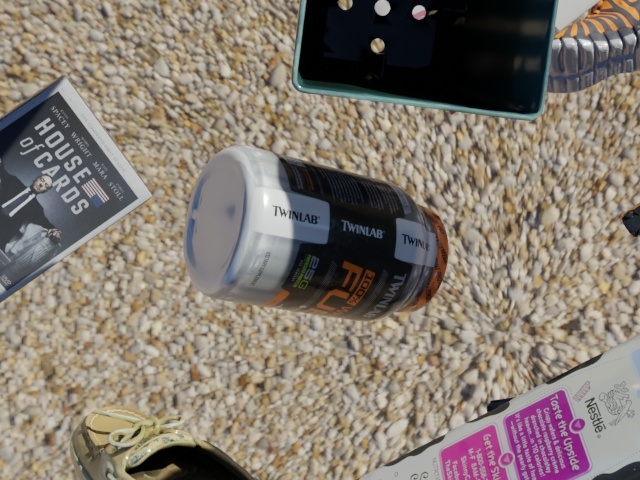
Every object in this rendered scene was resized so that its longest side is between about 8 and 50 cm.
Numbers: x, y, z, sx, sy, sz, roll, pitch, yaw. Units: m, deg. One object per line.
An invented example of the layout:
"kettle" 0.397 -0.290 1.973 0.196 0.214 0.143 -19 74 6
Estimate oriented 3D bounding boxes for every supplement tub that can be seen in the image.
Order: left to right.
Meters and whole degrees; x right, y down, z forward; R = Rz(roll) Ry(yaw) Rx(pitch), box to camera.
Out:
"supplement tub" 0.000 0.000 1.206 0.193 0.316 0.194 -22 63 53

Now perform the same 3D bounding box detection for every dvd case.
"dvd case" -0.347 -0.056 1.103 0.238 0.029 0.179 -36 115 -5

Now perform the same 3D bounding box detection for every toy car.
"toy car" 0.445 -0.011 1.200 0.122 0.040 0.060 36 99 -3

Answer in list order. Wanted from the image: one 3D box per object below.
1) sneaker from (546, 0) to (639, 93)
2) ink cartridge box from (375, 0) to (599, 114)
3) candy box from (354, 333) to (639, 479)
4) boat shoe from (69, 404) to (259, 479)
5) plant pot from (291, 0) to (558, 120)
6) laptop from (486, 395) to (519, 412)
"sneaker" 0.507 -0.390 1.774 0.321 0.125 0.180 -8 50 3
"ink cartridge box" 0.229 -0.333 1.252 0.283 0.117 0.207 -37 35 11
"candy box" 0.125 0.146 0.445 0.233 0.071 0.159 -33 123 20
"boat shoe" -0.112 0.203 0.788 0.285 0.104 0.089 24 121 36
"plant pot" 0.061 -0.184 0.698 0.165 0.234 0.166 6 98 -6
"laptop" 0.454 0.444 1.394 0.381 0.236 0.408 -7 122 -7
